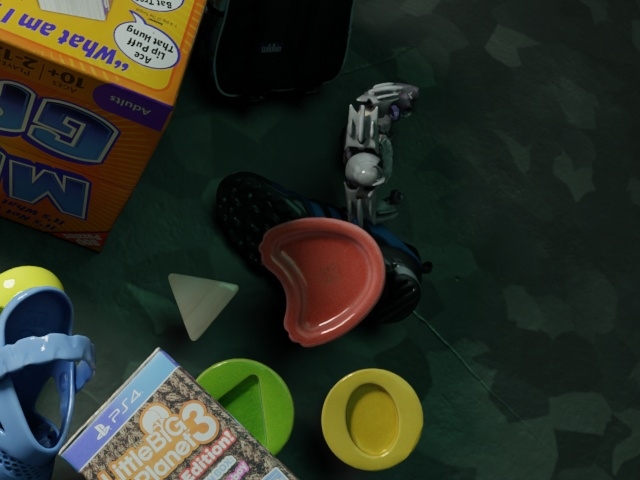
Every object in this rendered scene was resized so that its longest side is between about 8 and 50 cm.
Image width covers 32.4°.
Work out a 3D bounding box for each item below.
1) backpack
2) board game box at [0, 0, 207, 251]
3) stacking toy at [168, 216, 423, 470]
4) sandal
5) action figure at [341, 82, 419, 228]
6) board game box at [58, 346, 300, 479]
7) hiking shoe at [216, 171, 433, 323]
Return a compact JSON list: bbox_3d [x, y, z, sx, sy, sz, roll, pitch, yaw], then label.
[{"bbox_3d":[-0.062,-0.344,1.514,0.225,0.253,0.191,-11,50,-27],"label":"backpack"},{"bbox_3d":[-0.337,-0.264,1.283,0.356,0.356,0.356,21,58,-14],"label":"board game box"},{"bbox_3d":[-0.032,0.134,1.362,0.279,0.130,0.309,-10,89,1],"label":"stacking toy"},{"bbox_3d":[-0.308,0.191,1.116,0.126,0.138,0.317,6,99,-42],"label":"sandal"},{"bbox_3d":[0.076,-0.129,1.461,0.099,0.185,0.285,12,25,0],"label":"action figure"},{"bbox_3d":[-0.112,0.266,1.172,0.291,0.232,0.141,43,80,2],"label":"board game box"},{"bbox_3d":[0.000,0.000,1.473,0.304,0.113,0.132,32,28,-1],"label":"hiking shoe"}]
